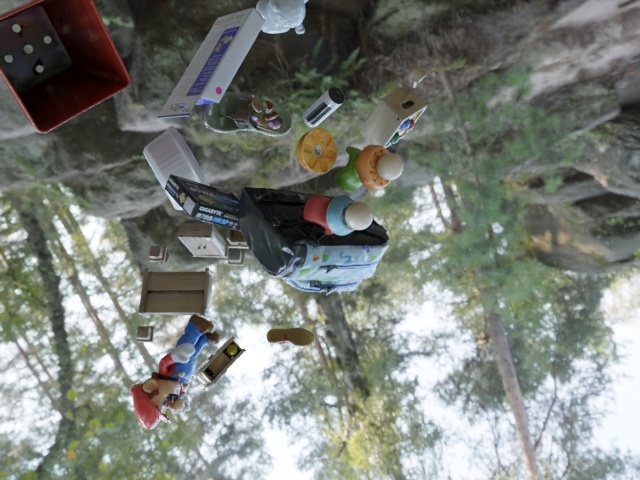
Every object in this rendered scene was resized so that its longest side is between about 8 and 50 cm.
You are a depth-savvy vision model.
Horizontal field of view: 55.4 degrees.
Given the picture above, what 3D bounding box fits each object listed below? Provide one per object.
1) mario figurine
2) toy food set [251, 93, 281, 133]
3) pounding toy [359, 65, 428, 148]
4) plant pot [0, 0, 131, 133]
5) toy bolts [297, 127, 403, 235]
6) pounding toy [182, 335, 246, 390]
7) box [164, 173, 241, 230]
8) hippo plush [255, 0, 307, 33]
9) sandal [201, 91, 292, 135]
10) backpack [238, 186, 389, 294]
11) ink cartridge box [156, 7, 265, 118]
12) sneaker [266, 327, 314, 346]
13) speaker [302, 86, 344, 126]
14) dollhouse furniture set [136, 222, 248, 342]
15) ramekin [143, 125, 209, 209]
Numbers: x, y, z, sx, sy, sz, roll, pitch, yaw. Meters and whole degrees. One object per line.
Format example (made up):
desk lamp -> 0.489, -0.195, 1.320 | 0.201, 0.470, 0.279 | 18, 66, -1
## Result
mario figurine -> -0.376, 0.376, 1.670 | 0.170, 0.198, 0.320 | 3, -127, 49
toy food set -> -0.132, -0.300, 1.475 | 0.019, 0.078, 0.122 | -54, -149, 40
pounding toy -> 0.231, -0.355, 1.611 | 0.181, 0.094, 0.206 | -36, 169, -41
plant pot -> -0.683, -0.462, 1.503 | 0.267, 0.267, 0.236 | -39, -138, -25
toy bolts -> 0.058, -0.128, 1.328 | 0.159, 0.218, 0.228 | 5, -108, 50
pounding toy -> -0.425, 0.455, 2.281 | 0.269, 0.155, 0.154 | -44, -178, -17
box -> -0.300, -0.100, 1.696 | 0.175, 0.220, 0.051 | 42, -71, 42
hippo plush -> -0.079, -0.750, 1.895 | 0.294, 0.236, 0.234 | -3, 166, 42
sandal -> -0.206, -0.374, 1.806 | 0.303, 0.120, 0.086 | -2, -170, -33
backpack -> 0.000, 0.000, 1.556 | 0.356, 0.273, 0.290 | -11, -143, -29
ink cartridge box -> -0.303, -0.474, 1.688 | 0.176, 0.069, 0.370 | 9, -116, 47
sneaker -> -0.098, 0.345, 2.194 | 0.186, 0.069, 0.084 | 3, 172, 23
speaker -> 0.008, -0.367, 1.679 | 0.055, 0.055, 0.136 | -40, -173, -39
dollhouse furniture set -> -0.354, 0.145, 1.824 | 0.304, 0.174, 0.355 | 0, -111, 8
ramekin -> -0.466, -0.222, 1.978 | 0.127, 0.272, 0.273 | -31, -158, -11
